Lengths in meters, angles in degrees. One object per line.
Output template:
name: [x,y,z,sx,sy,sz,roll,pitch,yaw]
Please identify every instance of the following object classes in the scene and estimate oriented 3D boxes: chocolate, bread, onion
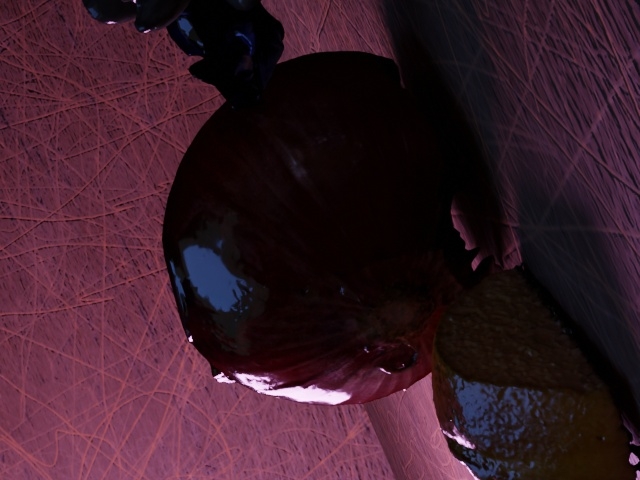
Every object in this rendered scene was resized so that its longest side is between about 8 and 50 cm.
chocolate: [-0.081,-0.234,1.520,0.148,0.126,0.343,56,-150,-26]
bread: [0.161,0.131,1.393,0.260,0.134,0.129,-124,14,-59]
onion: [0.004,0.007,1.567,0.341,0.341,0.341,157,90,-84]

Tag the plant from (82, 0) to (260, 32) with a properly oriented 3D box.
plant: [-0.081,-0.265,1.367,0.149,0.274,0.146,44,145,3]
